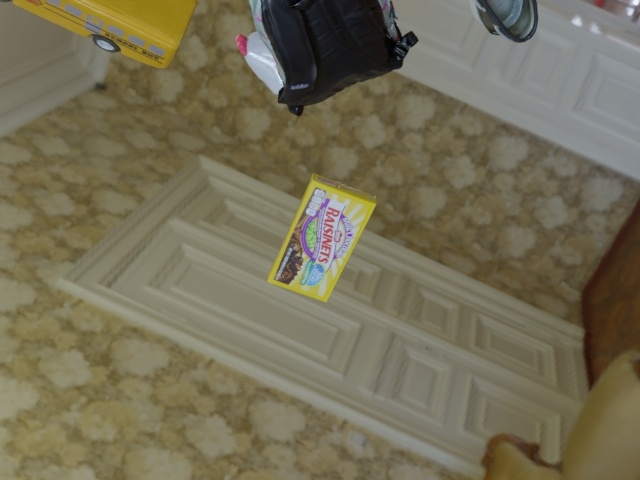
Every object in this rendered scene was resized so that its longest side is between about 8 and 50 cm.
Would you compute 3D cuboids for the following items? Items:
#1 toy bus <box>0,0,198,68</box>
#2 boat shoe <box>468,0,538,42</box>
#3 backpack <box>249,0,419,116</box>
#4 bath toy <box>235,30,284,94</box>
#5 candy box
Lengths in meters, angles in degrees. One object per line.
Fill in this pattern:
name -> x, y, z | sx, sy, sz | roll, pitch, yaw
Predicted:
toy bus -> -0.367, -0.386, 1.303 | 0.130, 0.333, 0.108 | -20, 49, 69
boat shoe -> 0.263, -0.413, 1.285 | 0.114, 0.091, 0.302 | -46, -36, 7
backpack -> -0.006, -0.223, 0.816 | 0.152, 0.115, 0.182 | -28, -30, 5
bath toy -> -0.013, -0.374, 1.348 | 0.348, 0.129, 0.151 | -38, 36, 42
candy box -> 0.000, 0.000, 1.318 | 0.027, 0.105, 0.205 | -86, 17, -56
